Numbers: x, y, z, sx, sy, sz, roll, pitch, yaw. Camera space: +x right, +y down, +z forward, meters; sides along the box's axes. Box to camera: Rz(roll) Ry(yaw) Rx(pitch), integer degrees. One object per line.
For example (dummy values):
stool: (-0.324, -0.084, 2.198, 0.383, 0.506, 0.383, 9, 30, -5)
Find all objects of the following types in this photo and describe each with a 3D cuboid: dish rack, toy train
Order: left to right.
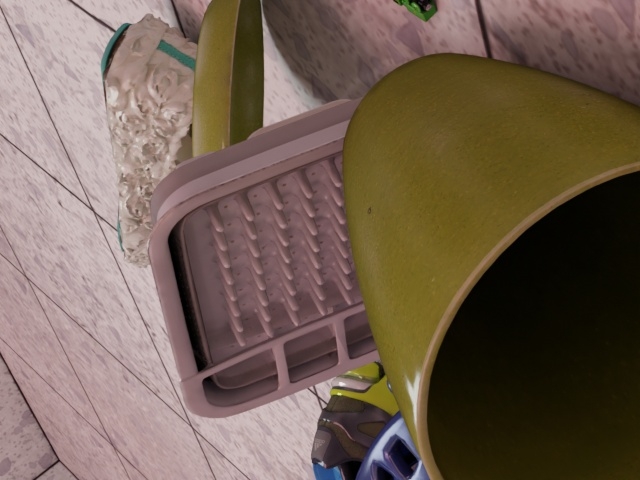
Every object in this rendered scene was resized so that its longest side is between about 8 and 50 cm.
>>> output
dish rack: (0.000, 0.000, 1.478, 0.333, 0.285, 0.072, 84, 163, -57)
toy train: (0.055, -0.189, 1.373, 0.083, 0.017, 0.024, 39, 168, 34)

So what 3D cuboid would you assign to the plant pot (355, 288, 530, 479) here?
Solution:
plant pot: (0.185, 0.153, 1.373, 0.236, 0.236, 0.212, 43, 152, 27)

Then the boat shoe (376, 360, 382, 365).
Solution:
boat shoe: (0.076, 0.163, 1.913, 0.063, 0.066, 0.184, 46, 151, 21)

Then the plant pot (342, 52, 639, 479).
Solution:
plant pot: (0.129, 0.000, 1.216, 0.293, 0.274, 0.275, 53, 169, 52)

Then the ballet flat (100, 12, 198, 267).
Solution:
ballet flat: (-0.146, -0.075, 1.903, 0.147, 0.147, 0.409, 46, 161, 19)

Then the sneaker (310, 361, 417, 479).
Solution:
sneaker: (0.093, 0.243, 1.839, 0.300, 0.121, 0.111, 42, 157, -26)

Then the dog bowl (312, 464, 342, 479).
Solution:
dog bowl: (0.105, 0.358, 2.153, 0.297, 0.074, 0.166, 58, 163, -5)

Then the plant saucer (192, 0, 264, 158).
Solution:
plant saucer: (-0.078, -0.106, 1.555, 0.241, 0.037, 0.241, 2, -90, -85)
